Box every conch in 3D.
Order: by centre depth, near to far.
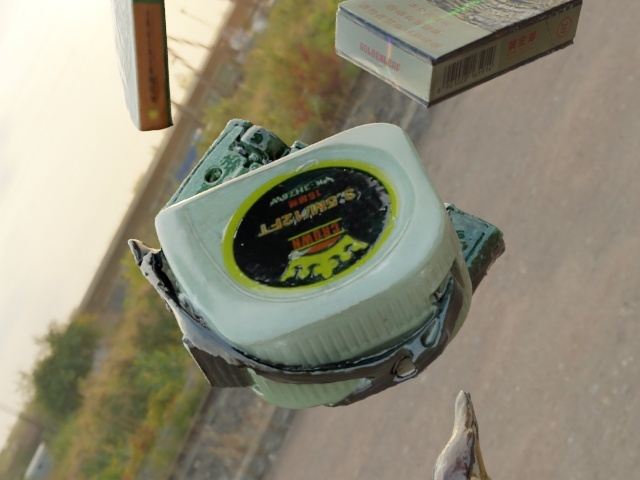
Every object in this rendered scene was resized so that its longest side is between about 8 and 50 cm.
[{"bbox_3d":[0.184,0.307,1.453,0.086,0.080,0.232,42,-152,-61],"label":"conch"}]

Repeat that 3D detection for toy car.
[{"bbox_3d":[0.000,0.000,1.002,0.141,0.321,0.097,-55,-38,-13],"label":"toy car"}]

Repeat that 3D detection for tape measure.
[{"bbox_3d":[-0.014,0.037,0.813,0.235,0.115,0.207,-23,43,3],"label":"tape measure"}]

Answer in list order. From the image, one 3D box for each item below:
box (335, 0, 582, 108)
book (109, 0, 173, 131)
[{"bbox_3d":[0.199,-0.309,1.615,0.310,0.198,0.084,-27,-43,-31],"label":"box"},{"bbox_3d":[-0.143,-0.300,0.831,0.260,0.043,0.371,-112,20,-59],"label":"book"}]
